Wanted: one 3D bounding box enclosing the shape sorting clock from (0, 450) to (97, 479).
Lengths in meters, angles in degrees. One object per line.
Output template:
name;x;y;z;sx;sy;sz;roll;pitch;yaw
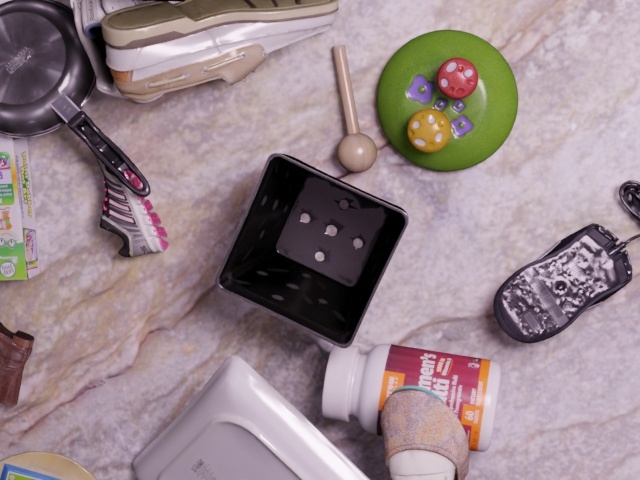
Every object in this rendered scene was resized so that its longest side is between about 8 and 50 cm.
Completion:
shape sorting clock;-0.401;0.400;1.828;0.206;0.040;0.206;-1;102;-2

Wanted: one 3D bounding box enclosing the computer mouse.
computer mouse;0.362;0.065;1.632;0.262;0.060;0.184;-40;87;2

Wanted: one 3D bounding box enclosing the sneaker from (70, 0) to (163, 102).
sneaker;-0.270;-0.321;1.635;0.111;0.129;0.297;-17;95;20

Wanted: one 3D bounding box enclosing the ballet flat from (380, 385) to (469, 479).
ballet flat;0.140;0.312;1.606;0.108;0.106;0.316;-5;136;15

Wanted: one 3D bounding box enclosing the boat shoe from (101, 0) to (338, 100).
boat shoe;-0.123;-0.254;1.606;0.302;0.113;0.103;-12;123;-15

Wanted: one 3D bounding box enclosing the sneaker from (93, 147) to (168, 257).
sneaker;-0.273;-0.049;1.717;0.075;0.063;0.170;-25;99;7

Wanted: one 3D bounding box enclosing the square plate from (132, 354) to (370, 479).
square plate;-0.073;0.354;1.676;0.344;0.049;0.347;43;134;1

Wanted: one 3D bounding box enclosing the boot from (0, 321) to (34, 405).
boot;-0.466;0.173;1.806;0.106;0.037;0.114;23;107;8

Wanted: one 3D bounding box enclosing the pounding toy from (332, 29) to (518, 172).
pounding toy;0.129;-0.170;1.603;0.237;0.110;0.182;-3;99;10

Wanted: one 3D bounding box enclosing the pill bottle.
pill bottle;0.119;0.200;1.662;0.221;0.121;0.121;8;101;8

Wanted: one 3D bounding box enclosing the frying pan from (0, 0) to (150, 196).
frying pan;-0.370;-0.176;1.675;0.197;0.053;0.326;-22;77;1

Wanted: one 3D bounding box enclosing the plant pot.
plant pot;0.000;0.000;1.626;0.188;0.167;0.187;25;102;4

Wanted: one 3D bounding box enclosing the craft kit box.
craft kit box;-0.523;-0.065;1.764;0.250;0.061;0.246;-2;97;10
